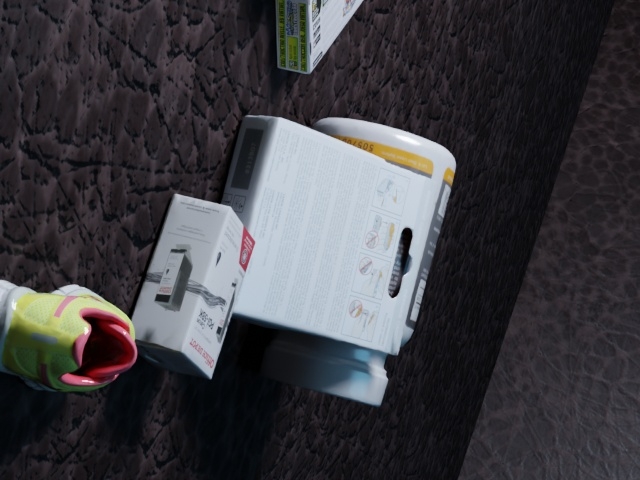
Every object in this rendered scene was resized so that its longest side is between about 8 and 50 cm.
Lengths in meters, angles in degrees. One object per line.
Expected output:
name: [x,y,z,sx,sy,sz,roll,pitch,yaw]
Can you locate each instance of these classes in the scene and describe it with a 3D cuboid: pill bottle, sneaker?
pill bottle: [0.034,0.023,1.616,0.162,0.162,0.278,32,73,-73]
sneaker: [-0.169,0.078,1.108,0.208,0.094,0.081,13,89,-75]

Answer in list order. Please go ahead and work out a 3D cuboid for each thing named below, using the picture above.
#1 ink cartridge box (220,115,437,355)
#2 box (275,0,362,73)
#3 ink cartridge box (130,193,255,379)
ink cartridge box: [0.000,0.000,1.491,0.232,0.066,0.189,19,83,-47]
box: [0.011,-0.266,1.531,0.207,0.036,0.114,-58,155,-47]
ink cartridge box: [-0.111,0.042,1.336,0.099,0.056,0.135,58,47,-68]
